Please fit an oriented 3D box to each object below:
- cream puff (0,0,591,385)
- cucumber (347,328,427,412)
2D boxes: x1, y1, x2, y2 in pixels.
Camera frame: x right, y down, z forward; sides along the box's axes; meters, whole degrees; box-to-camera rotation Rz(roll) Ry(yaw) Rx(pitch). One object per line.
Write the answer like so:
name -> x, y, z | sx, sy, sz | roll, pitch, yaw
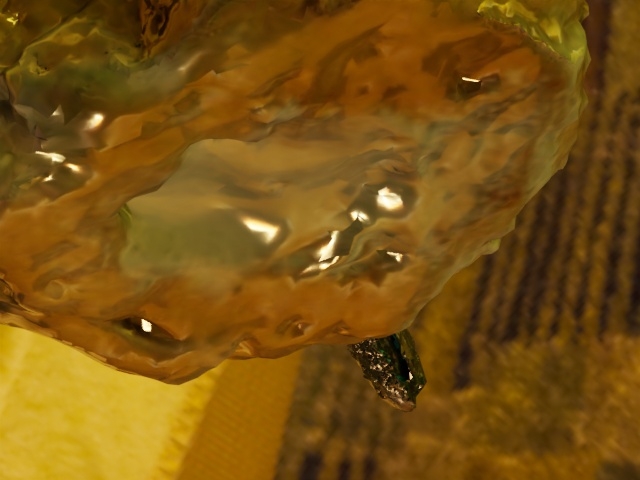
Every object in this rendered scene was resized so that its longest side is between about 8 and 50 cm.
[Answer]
cream puff -> -0.062, -0.118, 0.821 | 0.378, 0.378, 0.275 | -31, 54, 18
cucumber -> 0.000, -0.001, 1.044 | 0.043, 0.256, 0.044 | -37, 19, -19
